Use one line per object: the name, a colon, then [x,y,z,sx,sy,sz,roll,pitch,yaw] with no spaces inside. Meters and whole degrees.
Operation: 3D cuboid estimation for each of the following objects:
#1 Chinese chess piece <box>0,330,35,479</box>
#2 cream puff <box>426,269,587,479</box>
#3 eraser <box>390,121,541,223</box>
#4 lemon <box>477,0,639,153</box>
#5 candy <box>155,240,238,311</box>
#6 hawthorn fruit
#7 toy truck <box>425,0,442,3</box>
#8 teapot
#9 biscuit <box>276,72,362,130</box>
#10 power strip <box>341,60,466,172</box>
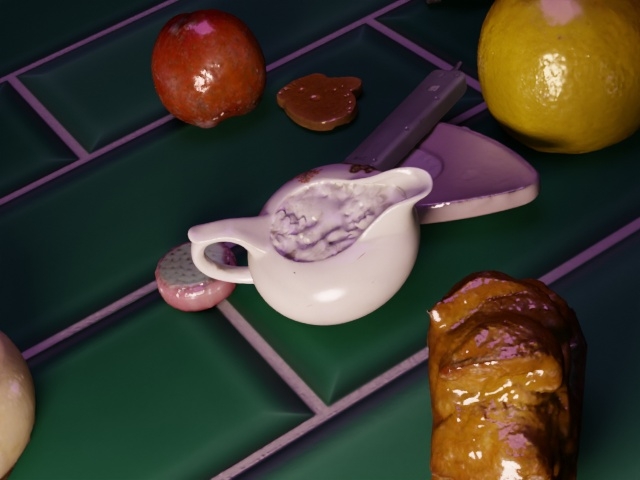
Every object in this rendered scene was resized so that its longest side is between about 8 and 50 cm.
Chinese chess piece: [-0.445,0.194,1.354,0.257,0.104,0.257,-9,38,7]
cream puff: [0.177,0.139,1.150,0.155,0.241,0.269,-1,11,7]
eraser: [0.159,-0.069,1.519,0.243,0.059,0.204,10,44,32]
lemon: [0.317,-0.245,1.559,0.240,0.219,0.240,-12,37,9]
candy: [-0.151,0.042,1.494,0.103,0.043,0.103,-7,39,5]
hawthorn fruit: [-0.164,-0.252,1.756,0.173,0.173,0.173,-9,39,7]
toy truck: [0.227,-0.518,1.955,0.177,0.178,0.363,-13,36,3]
teapot: [0.000,0.000,1.402,0.298,0.139,0.204,-18,54,12]
biscuit: [0.008,-0.202,1.756,0.118,0.023,0.140,-24,39,-12]
power strip: [0.118,-0.159,1.588,0.060,0.027,0.252,9,44,43]
